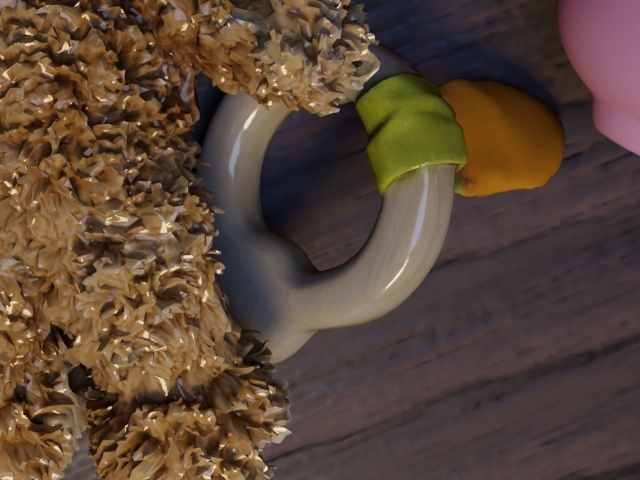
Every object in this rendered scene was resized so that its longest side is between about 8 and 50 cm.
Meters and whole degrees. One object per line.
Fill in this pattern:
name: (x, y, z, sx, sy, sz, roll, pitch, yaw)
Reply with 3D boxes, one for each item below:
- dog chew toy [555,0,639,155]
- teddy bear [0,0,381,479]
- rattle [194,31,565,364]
dog chew toy: (0.204, -0.181, 0.458, 0.206, 0.206, 0.332, 21, 107, -17)
teddy bear: (-0.108, -0.046, 0.445, 0.245, 0.113, 0.338, 19, 110, 20)
rattle: (0.000, 0.000, 0.548, 0.130, 0.142, 0.200, 38, 113, 13)
